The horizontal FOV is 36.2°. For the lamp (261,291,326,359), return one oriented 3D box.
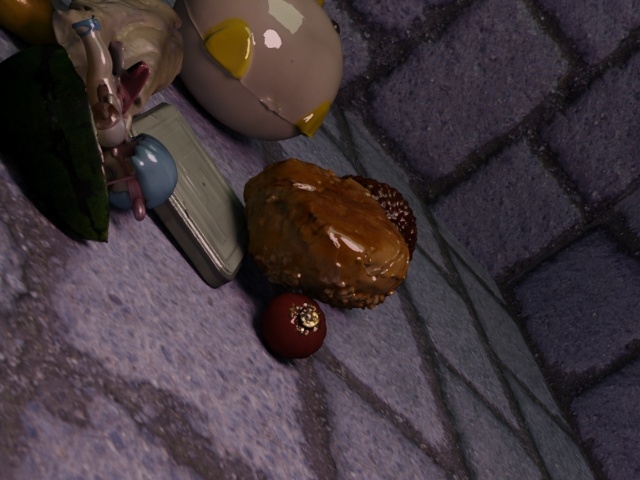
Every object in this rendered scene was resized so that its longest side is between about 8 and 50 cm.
[{"bbox_3d":[-0.039,0.124,1.426,0.101,0.090,0.101,15,61,-29],"label":"lamp"}]

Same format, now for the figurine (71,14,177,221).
[{"bbox_3d":[-0.249,-0.156,1.236,0.205,0.102,0.260,-159,-128,-70],"label":"figurine"}]

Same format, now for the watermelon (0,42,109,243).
[{"bbox_3d":[-0.320,-0.134,1.166,0.301,0.123,0.129,62,-5,26],"label":"watermelon"}]

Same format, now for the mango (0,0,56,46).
[{"bbox_3d":[-0.414,-0.326,1.355,0.161,0.076,0.103,52,12,-32],"label":"mango"}]

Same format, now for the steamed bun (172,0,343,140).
[{"bbox_3d":[-0.121,-0.367,1.905,0.374,0.334,0.334,32,24,-41],"label":"steamed bun"}]

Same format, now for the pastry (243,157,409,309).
[{"bbox_3d":[0.000,0.000,1.529,0.255,0.162,0.311,19,24,-21],"label":"pastry"}]

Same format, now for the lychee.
[{"bbox_3d":[0.058,-0.007,1.796,0.236,0.236,0.271,41,-7,-38],"label":"lychee"}]

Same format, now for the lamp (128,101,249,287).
[{"bbox_3d":[-0.197,-0.075,1.473,0.266,0.047,0.269,57,13,-11],"label":"lamp"}]

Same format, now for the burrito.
[{"bbox_3d":[-0.289,-0.280,1.446,0.332,0.135,0.190,-88,173,-67],"label":"burrito"}]
